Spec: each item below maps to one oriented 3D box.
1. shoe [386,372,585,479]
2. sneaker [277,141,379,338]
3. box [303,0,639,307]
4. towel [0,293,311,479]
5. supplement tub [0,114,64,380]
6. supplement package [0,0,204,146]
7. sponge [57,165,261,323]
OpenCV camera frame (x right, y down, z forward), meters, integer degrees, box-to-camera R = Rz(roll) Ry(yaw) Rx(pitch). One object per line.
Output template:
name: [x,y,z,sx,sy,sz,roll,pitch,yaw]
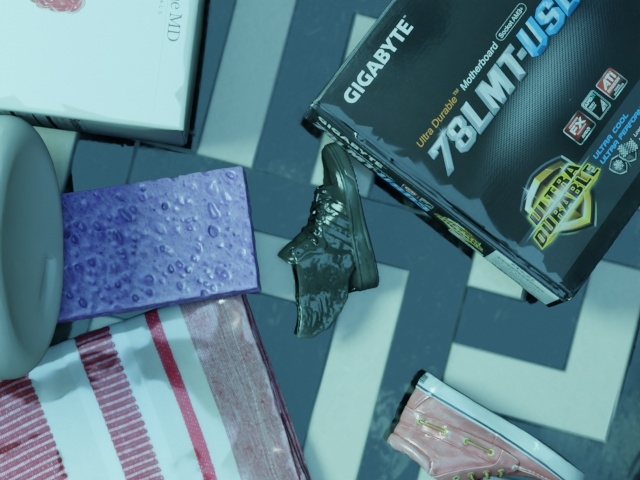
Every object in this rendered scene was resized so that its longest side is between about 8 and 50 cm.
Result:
shoe: [0.152,0.201,1.694,0.178,0.063,0.081,31,89,3]
sneaker: [0.000,0.000,1.690,0.089,0.051,0.170,-15,93,-6]
box: [0.187,-0.140,1.674,0.293,0.073,0.295,39,79,-3]
towel: [-0.189,0.201,1.687,0.329,0.037,0.237,-20,90,-3]
supplement tub: [-0.399,0.007,1.569,0.316,0.228,0.228,-1,90,8]
supplement package: [-0.252,-0.193,1.617,0.293,0.175,0.177,7,88,-3]
sponge: [-0.165,0.005,1.678,0.210,0.031,0.117,-9,80,1]
